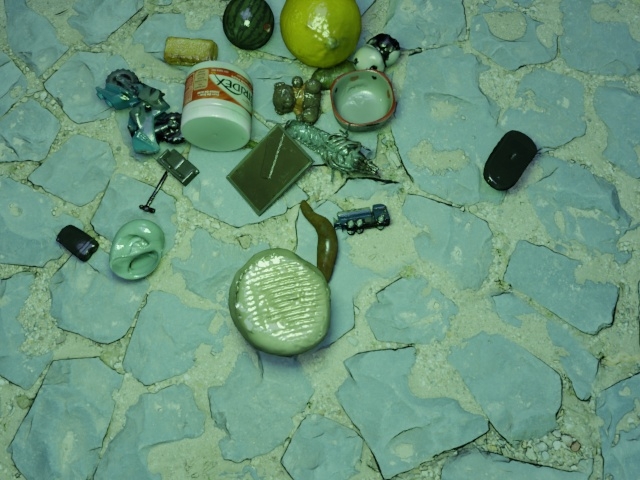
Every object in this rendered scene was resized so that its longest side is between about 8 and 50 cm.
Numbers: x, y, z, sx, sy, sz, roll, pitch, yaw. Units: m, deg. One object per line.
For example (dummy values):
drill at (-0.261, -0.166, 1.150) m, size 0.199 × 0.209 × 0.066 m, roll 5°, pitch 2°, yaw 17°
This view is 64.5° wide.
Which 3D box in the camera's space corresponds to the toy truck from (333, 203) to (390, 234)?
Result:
toy truck at (0.146, -0.076, 1.829) m, size 0.202 × 0.074 × 0.088 m, roll -9°, pitch 64°, yaw 0°

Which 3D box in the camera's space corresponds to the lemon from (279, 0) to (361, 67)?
lemon at (0.002, -0.816, 1.921) m, size 0.336 × 0.336 × 0.336 m, roll -1°, pitch 73°, yaw 2°

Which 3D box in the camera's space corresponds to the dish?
dish at (0.158, -0.516, 1.930) m, size 0.256 × 0.117 × 0.256 m, roll -1°, pitch 74°, yaw 3°

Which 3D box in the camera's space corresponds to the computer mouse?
computer mouse at (0.678, -0.280, 1.852) m, size 0.137 × 0.086 × 0.269 m, roll 37°, pitch 70°, yaw 4°

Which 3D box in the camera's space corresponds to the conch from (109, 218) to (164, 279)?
conch at (-0.647, 0.032, 1.802) m, size 0.185 × 0.121 × 0.221 m, roll 36°, pitch 85°, yaw 8°

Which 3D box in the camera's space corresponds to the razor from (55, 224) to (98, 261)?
razor at (-0.889, 0.005, 1.856) m, size 0.148 × 0.054 × 0.090 m, roll 33°, pitch 74°, yaw 11°

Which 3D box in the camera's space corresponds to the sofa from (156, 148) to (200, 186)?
sofa at (-0.540, -0.285, 1.923) m, size 0.147 × 0.060 × 0.085 m, roll 41°, pitch 79°, yaw 13°

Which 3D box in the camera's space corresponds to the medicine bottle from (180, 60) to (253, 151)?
medicine bottle at (-0.378, -0.492, 1.873) m, size 0.253 × 0.252 × 0.240 m, roll 0°, pitch 71°, yaw 3°

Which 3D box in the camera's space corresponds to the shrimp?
shrimp at (0.047, -0.339, 1.871) m, size 0.410 × 0.166 × 0.221 m, roll 35°, pitch 112°, yaw 25°

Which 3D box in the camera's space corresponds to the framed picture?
framed picture at (-0.190, -0.263, 1.877) m, size 0.289 × 0.016 × 0.213 m, roll -44°, pitch 75°, yaw 9°

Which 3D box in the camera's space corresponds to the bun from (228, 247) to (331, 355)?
bun at (-0.133, 0.204, 1.688) m, size 0.360 × 0.211 × 0.359 m, roll 0°, pitch 83°, yaw -3°

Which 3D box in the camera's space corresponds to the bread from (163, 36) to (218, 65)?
bread at (-0.524, -0.760, 2.051) m, size 0.211 × 0.083 × 0.114 m, roll 6°, pitch 79°, yaw 4°

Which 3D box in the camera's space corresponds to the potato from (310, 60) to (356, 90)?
potato at (0.054, -0.666, 2.014) m, size 0.198 × 0.054 × 0.119 m, roll -10°, pitch 71°, yaw -1°

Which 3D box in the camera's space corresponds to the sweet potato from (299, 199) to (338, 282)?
sweet potato at (0.006, -0.005, 1.805) m, size 0.108 × 0.079 × 0.346 m, roll -20°, pitch 70°, yaw 15°

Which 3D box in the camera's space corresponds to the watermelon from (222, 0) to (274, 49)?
watermelon at (-0.283, -0.866, 2.011) m, size 0.212 × 0.212 × 0.212 m, roll -1°, pitch 73°, yaw 2°

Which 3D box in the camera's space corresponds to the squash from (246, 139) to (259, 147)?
squash at (-0.268, -0.373, 1.953) m, size 0.083 × 0.027 × 0.027 m, roll 17°, pitch 75°, yaw 7°

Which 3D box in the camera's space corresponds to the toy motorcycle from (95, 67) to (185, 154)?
toy motorcycle at (-0.693, -0.481, 1.928) m, size 0.416 × 0.172 × 0.232 m, roll 41°, pitch 75°, yaw 8°

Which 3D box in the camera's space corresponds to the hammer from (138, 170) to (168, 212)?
hammer at (-0.618, -0.185, 1.920) m, size 0.065 × 0.021 × 0.178 m, roll 23°, pitch 73°, yaw 9°

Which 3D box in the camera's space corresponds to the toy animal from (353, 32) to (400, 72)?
toy animal at (0.216, -0.710, 1.977) m, size 0.179 × 0.166 × 0.138 m, roll -44°, pitch 75°, yaw 2°

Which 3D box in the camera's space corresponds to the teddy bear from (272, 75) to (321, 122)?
teddy bear at (-0.091, -0.545, 1.948) m, size 0.190 × 0.177 × 0.140 m, roll 2°, pitch 29°, yaw 2°
